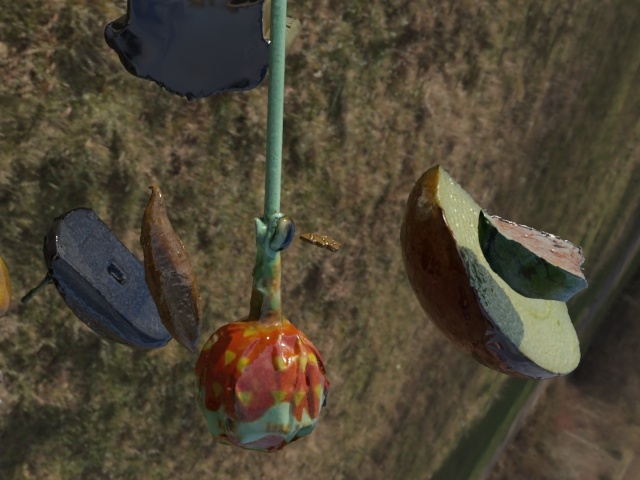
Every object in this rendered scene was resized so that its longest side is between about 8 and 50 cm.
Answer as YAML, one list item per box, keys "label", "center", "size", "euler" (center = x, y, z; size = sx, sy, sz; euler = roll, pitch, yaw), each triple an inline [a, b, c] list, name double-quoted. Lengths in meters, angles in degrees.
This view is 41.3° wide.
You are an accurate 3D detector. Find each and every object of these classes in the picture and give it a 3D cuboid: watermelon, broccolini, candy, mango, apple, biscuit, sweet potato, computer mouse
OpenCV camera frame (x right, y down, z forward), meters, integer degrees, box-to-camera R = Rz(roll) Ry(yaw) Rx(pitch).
- label: "watermelon"
  center: [0.277, 0.029, 1.069]
  size: [0.139, 0.187, 0.071]
  euler: [2, 116, -34]
- label: "broccolini"
  center: [-0.560, 0.093, 1.726]
  size: [0.140, 0.035, 0.030]
  euler: [-38, -163, 28]
- label: "candy"
  center: [-0.028, -0.004, 0.519]
  size: [0.084, 0.078, 0.288]
  euler: [-7, 108, -40]
- label: "mango"
  center: [-0.807, 0.109, 2.083]
  size: [0.090, 0.115, 0.178]
  euler: [-7, 105, -18]
- label: "apple"
  center: [0.229, 0.068, 1.218]
  size: [0.346, 0.254, 0.179]
  euler: [46, 78, -21]
- label: "biscuit"
  center: [0.000, 0.000, 1.766]
  size: [0.082, 0.092, 0.016]
  euler: [-120, -132, -68]
- label: "sweet potato"
  center: [-0.179, 0.035, 1.011]
  size: [0.068, 0.060, 0.206]
  euler: [-37, 116, -67]
- label: "computer mouse"
  center: [-0.339, 0.072, 1.328]
  size: [0.270, 0.086, 0.138]
  euler: [52, 28, -25]

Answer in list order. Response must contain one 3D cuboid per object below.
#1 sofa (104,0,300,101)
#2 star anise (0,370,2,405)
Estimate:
- label: "sofa"
  center: [-0.165, -0.324, 1.253]
  size: [0.200, 0.258, 0.182]
  euler: [-76, 172, -60]
- label: "star anise"
  center: [-0.533, 0.169, 1.244]
  size: [0.065, 0.182, 0.195]
  euler: [-45, 132, -30]
